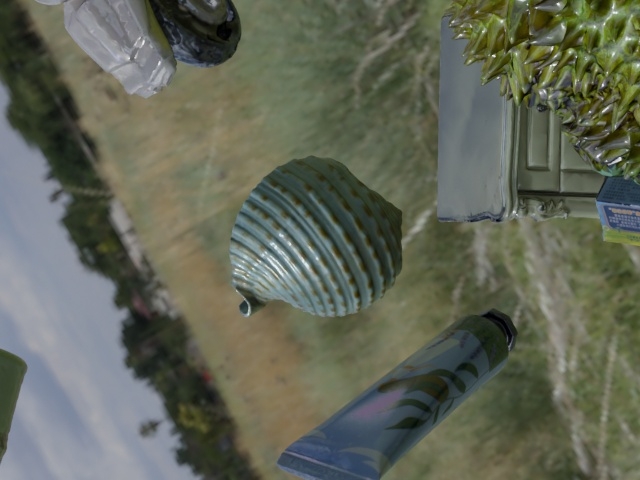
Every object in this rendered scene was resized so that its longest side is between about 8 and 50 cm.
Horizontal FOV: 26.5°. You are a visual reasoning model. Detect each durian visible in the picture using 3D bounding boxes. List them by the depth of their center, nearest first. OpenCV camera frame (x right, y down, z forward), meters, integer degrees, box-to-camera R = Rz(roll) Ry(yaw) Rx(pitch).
[{"bbox_3d":[0.219,-0.158,0.865,0.291,0.224,0.291,31,176,3],"label":"durian"}]

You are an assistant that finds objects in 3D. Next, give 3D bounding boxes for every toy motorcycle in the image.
[{"bbox_3d":[-0.195,-0.250,0.965,0.340,0.108,0.223,52,-147,1],"label":"toy motorcycle"}]

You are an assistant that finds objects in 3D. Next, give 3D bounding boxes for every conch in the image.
[{"bbox_3d":[0.006,-0.001,1.078,0.102,0.153,0.135,-1,112,36],"label":"conch"}]

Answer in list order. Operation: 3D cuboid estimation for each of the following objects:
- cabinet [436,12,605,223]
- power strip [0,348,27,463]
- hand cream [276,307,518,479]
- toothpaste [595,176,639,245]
[{"bbox_3d":[0.343,-0.161,1.794,0.227,0.318,0.289,-179,91,-74],"label":"cabinet"},{"bbox_3d":[-0.489,0.153,1.370,0.357,0.358,0.161,90,-166,-78],"label":"power strip"},{"bbox_3d":[0.076,0.125,1.061,0.088,0.256,0.055,15,122,34],"label":"hand cream"},{"bbox_3d":[0.315,-0.009,1.056,0.193,0.044,0.070,9,139,33],"label":"toothpaste"}]
